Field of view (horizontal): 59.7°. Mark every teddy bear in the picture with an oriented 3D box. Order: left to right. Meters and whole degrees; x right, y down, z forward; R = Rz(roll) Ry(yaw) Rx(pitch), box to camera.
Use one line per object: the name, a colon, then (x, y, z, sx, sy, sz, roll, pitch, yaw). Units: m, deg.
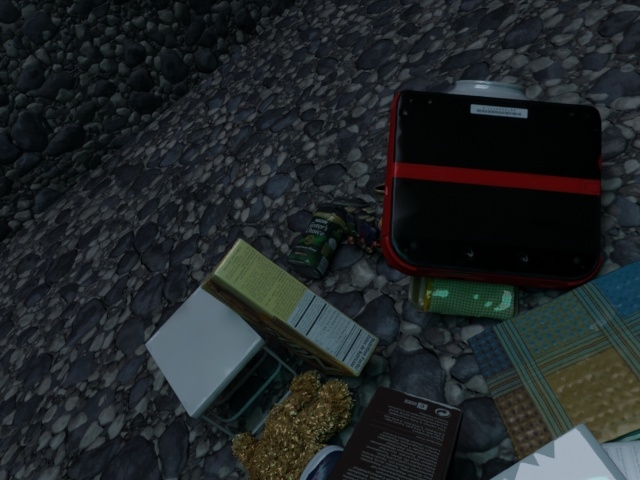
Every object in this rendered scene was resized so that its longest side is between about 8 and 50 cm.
teddy bear: (-0.069, 0.384, 1.017, 0.338, 0.113, 0.245, -46, 38, -10)

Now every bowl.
bowl: (0.346, -0.259, 1.171, 0.297, 0.297, 0.134, 18, 106, 46)

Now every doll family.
doll family: (0.118, -0.007, 1.261, 0.076, 0.112, 0.193, -10, 21, -18)

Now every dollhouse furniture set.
dollhouse furniture set: (0.272, -0.017, 1.049, 0.197, 0.151, 0.302, 2, 59, 18)

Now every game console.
game console: (0.310, -0.094, 1.007, 0.386, 0.060, 0.342, 5, 78, 1)

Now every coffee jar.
coffee jar: (0.000, 0.000, 1.360, 0.096, 0.079, 0.184, 6, 56, 40)

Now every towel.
towel: (0.445, 0.184, 0.877, 0.370, 0.040, 0.271, -29, 39, 14)

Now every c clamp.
c clamp: (0.048, -0.099, 1.394, 0.161, 0.137, 0.022, -133, 50, -73)

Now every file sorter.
file sorter: (-0.210, 0.257, 1.197, 0.193, 0.173, 0.277, -47, 39, -9)

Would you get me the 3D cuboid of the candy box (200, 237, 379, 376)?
candy box: (-0.065, 0.136, 1.055, 0.088, 0.316, 0.183, -57, 10, -20)

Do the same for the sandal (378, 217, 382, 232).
sandal: (0.215, -0.025, 1.222, 0.265, 0.076, 0.102, 21, 67, 46)

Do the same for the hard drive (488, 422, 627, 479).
hard drive: (0.318, 0.401, 0.638, 0.203, 0.040, 0.308, -37, 50, 10)

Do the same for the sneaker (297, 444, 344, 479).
sneaker: (0.008, 0.464, 0.835, 0.153, 0.099, 0.282, -13, 53, 65)

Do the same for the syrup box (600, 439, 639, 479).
syrup box: (0.449, 0.309, 0.704, 0.236, 0.096, 0.093, -16, 46, 26)

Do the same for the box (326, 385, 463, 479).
box: (0.072, 0.368, 0.698, 0.143, 0.191, 0.381, 12, 18, 17)

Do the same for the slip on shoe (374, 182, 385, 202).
slip on shoe: (0.196, -0.130, 1.365, 0.135, 0.041, 0.051, -9, 47, 31)
